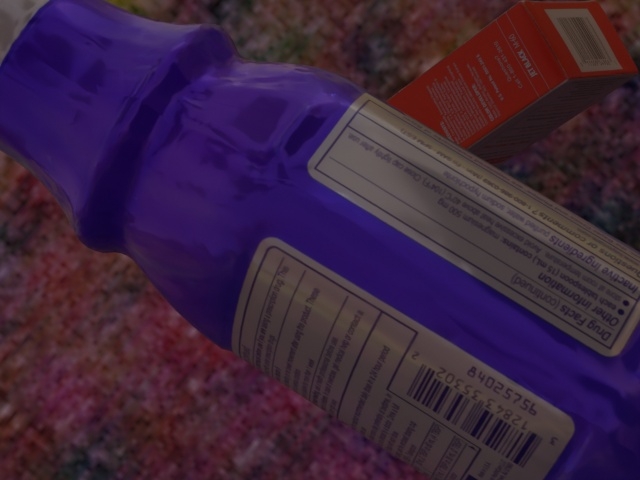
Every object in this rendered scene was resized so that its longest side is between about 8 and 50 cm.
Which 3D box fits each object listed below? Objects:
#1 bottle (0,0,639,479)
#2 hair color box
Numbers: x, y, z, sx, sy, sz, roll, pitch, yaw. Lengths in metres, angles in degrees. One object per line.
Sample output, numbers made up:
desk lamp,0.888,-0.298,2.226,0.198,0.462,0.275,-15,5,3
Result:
bottle,0.000,0.000,0.520,0.092,0.282,0.118,-54,-10,-27
hair color box,0.084,-0.069,0.833,0.167,0.053,0.093,-36,-13,34
